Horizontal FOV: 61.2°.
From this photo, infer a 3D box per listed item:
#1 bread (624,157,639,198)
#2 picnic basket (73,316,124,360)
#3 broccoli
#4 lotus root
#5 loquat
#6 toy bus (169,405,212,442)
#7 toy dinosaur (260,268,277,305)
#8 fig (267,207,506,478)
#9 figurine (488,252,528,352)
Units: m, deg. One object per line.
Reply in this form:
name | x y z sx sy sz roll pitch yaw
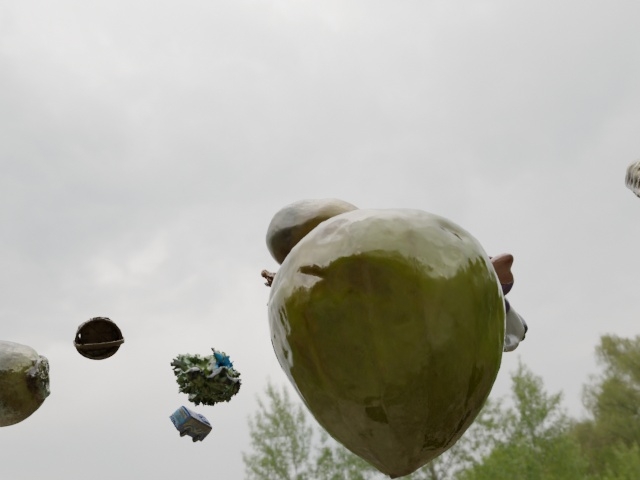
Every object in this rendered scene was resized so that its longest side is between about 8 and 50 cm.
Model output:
bread | 0.476 -0.087 0.777 0.060 0.110 0.066 -31 -85 22
picnic basket | -0.331 0.148 0.810 0.072 0.072 0.083 15 -5 -25
broccoli | -0.285 0.334 1.329 0.154 0.167 0.160 -30 -17 -9
lotus root | -0.351 0.145 0.557 0.165 0.088 0.088 0 -34 17
loquat | 0.000 0.000 1.125 0.227 0.179 0.179 0 -36 2
toy bus | -0.326 0.466 1.368 0.061 0.051 0.153 -41 -32 -10
toy dinosaur | -0.080 0.254 1.720 0.097 0.432 0.208 -17 -53 -27
fig | 0.094 0.130 0.744 0.343 0.343 0.343 -3 -36 -2
figurine | 0.352 0.135 1.154 0.154 0.193 0.421 -24 -45 11
